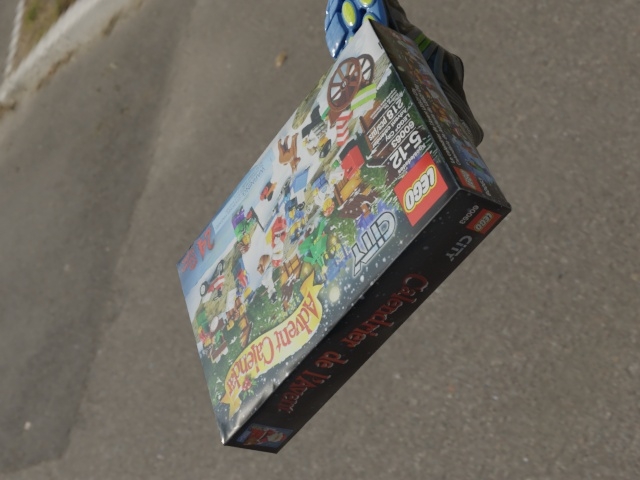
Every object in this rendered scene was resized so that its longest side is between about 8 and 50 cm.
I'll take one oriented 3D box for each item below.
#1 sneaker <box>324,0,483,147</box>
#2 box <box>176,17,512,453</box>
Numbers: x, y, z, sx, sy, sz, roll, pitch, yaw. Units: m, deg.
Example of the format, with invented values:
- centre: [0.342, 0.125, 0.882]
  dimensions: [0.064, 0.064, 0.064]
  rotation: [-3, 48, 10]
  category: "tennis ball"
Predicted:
- centre: [0.067, -0.140, 0.836]
  dimensions: [0.067, 0.078, 0.188]
  rotation: [-40, 75, 40]
  category: "sneaker"
- centre: [0.000, 0.000, 0.650]
  dimensions: [0.233, 0.044, 0.159]
  rotation: [-50, 41, 28]
  category: "box"
